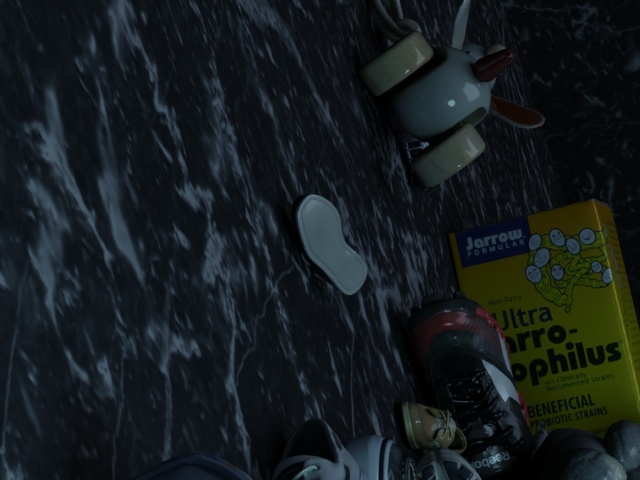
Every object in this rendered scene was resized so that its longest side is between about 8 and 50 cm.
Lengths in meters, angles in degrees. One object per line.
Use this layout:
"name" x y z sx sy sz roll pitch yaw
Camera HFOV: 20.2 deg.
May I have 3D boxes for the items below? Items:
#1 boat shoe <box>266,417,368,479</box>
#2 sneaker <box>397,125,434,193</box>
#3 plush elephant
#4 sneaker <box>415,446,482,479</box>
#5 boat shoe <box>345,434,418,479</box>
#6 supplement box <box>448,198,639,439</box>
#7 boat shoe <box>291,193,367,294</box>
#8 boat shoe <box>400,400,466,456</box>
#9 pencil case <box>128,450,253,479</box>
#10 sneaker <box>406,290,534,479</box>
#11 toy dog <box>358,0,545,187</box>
"boat shoe" -0.011 0.190 1.269 0.076 0.083 0.226 62 5 -9
"sneaker" 0.117 -0.090 2.084 0.098 0.038 0.069 55 24 -55
"plush elephant" 0.334 0.326 1.924 0.330 0.255 0.272 -64 179 -71
"sneaker" 0.153 0.329 1.720 0.110 0.107 0.275 -42 119 -85
"boat shoe" 0.101 0.317 1.470 0.121 0.119 0.335 -14 91 -76
"supplement box" 0.308 0.142 2.299 0.195 0.194 0.356 7 70 -75
"boat shoe" 0.000 0.000 1.542 0.046 0.038 0.125 -54 140 -14
"boat shoe" 0.113 0.187 1.796 0.135 0.045 0.050 45 34 -65
"pencil case" -0.040 0.239 1.007 0.124 0.113 0.273 -66 146 -36
"sneaker" 0.164 0.171 1.889 0.135 0.097 0.276 -98 168 -46
"toy dog" 0.166 -0.193 2.025 0.220 0.161 0.334 51 24 -24
